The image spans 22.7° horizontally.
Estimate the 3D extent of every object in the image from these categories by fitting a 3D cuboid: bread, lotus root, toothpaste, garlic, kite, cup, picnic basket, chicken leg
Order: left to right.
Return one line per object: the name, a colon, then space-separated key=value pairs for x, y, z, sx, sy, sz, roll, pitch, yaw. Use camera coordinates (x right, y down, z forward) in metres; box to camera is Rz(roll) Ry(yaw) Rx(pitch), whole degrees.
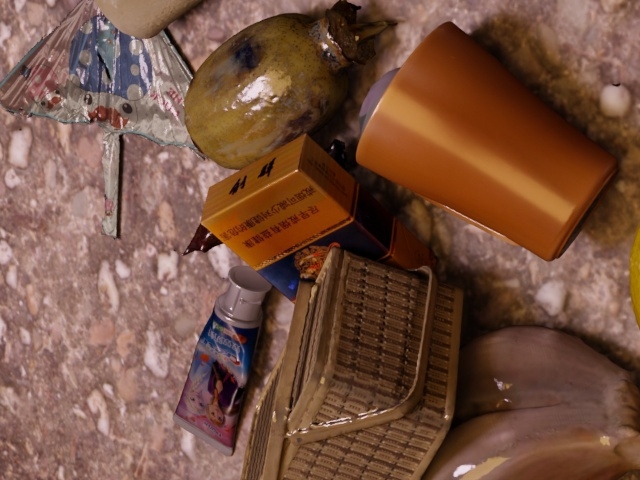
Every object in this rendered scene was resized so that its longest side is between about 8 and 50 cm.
kite: x=-0.266 y=-0.178 z=2.030 sx=0.406 sy=0.014 sz=0.368 roll=14 pitch=111 yaw=27
bread: x=-0.196 y=-0.331 z=1.873 sx=0.141 sy=0.134 sz=0.148 roll=-32 pitch=98 yaw=29
toothpaste: x=-0.122 y=0.154 z=2.017 sx=0.096 sy=0.061 sz=0.266 roll=31 pitch=123 yaw=20
chicken leg: x=-0.065 y=-0.053 z=1.888 sx=0.234 sy=0.105 sz=0.063 roll=-28 pitch=98 yaw=32
lotus root: x=-0.043 y=-0.183 z=1.819 sx=0.278 sy=0.154 sz=0.154 roll=-29 pitch=88 yaw=29
picnic basket: x=0.022 y=0.184 z=1.772 sx=0.175 sy=0.228 sz=0.313 roll=19 pitch=130 yaw=-7
cup: x=0.171 y=-0.089 z=1.715 sx=0.264 sy=0.182 sz=0.226 roll=35 pitch=152 yaw=11
garlic: x=0.207 y=0.250 z=1.791 sx=0.246 sy=0.231 sz=0.340 roll=3 pitch=132 yaw=-14

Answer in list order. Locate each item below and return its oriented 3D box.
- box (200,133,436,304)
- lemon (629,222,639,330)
box: x=0.000 y=0.001 z=1.809 sx=0.152 sy=0.070 sz=0.237 roll=-28 pitch=127 yaw=32
lemon: x=0.427 y=0.057 z=1.536 sx=0.245 sy=0.245 sz=0.320 roll=-12 pitch=101 yaw=33
